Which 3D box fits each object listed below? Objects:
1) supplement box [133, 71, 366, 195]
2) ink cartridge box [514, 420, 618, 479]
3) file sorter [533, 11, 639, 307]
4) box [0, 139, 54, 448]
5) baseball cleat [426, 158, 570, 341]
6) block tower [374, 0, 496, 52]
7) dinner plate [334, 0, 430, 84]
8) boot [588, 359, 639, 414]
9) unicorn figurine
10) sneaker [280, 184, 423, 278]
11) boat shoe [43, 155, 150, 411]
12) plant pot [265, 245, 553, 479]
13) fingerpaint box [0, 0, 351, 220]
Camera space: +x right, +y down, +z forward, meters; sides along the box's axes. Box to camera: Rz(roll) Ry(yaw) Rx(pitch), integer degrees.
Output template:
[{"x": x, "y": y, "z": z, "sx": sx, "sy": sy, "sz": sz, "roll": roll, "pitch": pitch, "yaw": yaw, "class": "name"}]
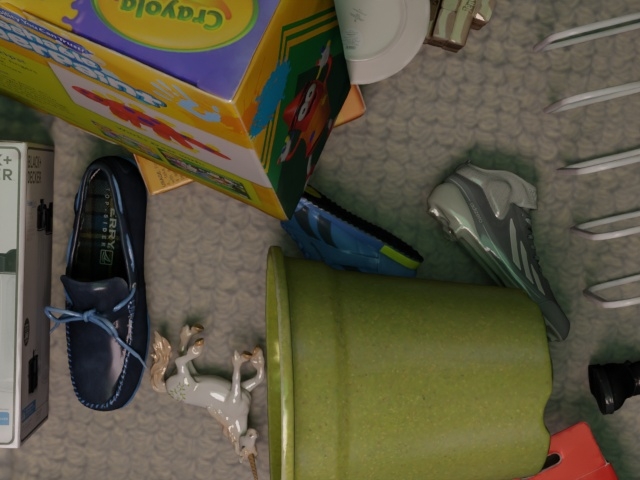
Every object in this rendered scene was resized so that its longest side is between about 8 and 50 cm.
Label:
[{"x": -0.075, "y": -0.119, "z": 1.408, "sx": 0.233, "sy": 0.078, "sz": 0.080, "roll": -23, "pitch": 92, "yaw": -1, "class": "supplement box"}, {"x": 0.257, "y": 0.308, "z": 1.431, "sx": 0.134, "sy": 0.078, "sz": 0.231, "roll": -25, "pitch": 92, "yaw": -1, "class": "ink cartridge box"}, {"x": 0.323, "y": -0.088, "z": 1.363, "sx": 0.173, "sy": 0.193, "sz": 0.278, "roll": -12, "pitch": 92, "yaw": 3, "class": "file sorter"}, {"x": -0.319, "y": 0.045, "z": 1.365, "sx": 0.087, "sy": 0.169, "sz": 0.290, "roll": 1, "pitch": 91, "yaw": -1, "class": "box"}, {"x": 0.204, "y": 0.005, "z": 1.423, "sx": 0.109, "sy": 0.072, "sz": 0.206, "roll": -44, "pitch": 99, "yaw": -11, "class": "baseball cleat"}, {"x": 0.009, "y": -0.275, "z": 1.396, "sx": 0.335, "sy": 0.097, "sz": 0.091, "roll": 16, "pitch": 92, "yaw": -1, "class": "block tower"}, {"x": 0.036, "y": -0.220, "z": 1.347, "sx": 0.141, "sy": 0.017, "sz": 0.141, "roll": 1, "pitch": 105, "yaw": 2, "class": "dinner plate"}, {"x": 0.325, "y": 0.142, "z": 1.408, "sx": 0.099, "sy": 0.121, "sz": 0.045, "roll": -7, "pitch": 95, "yaw": 5, "class": "boot"}, {"x": -0.103, "y": 0.156, "z": 1.427, "sx": 0.161, "sy": 0.060, "sz": 0.111, "roll": 25, "pitch": 107, "yaw": 20, "class": "unicorn figurine"}, {"x": 0.000, "y": 0.000, "z": 1.413, "sx": 0.209, "sy": 0.069, "sz": 0.082, "roll": 32, "pitch": 105, "yaw": -9, "class": "sneaker"}, {"x": -0.230, "y": 0.043, "z": 1.399, "sx": 0.109, "sy": 0.089, "sz": 0.258, "roll": -4, "pitch": 88, "yaw": 12, "class": "boat shoe"}, {"x": 0.079, "y": 0.140, "z": 1.331, "sx": 0.253, "sy": 0.276, "sz": 0.276, "roll": -1, "pitch": 92, "yaw": -6, "class": "plant pot"}, {"x": -0.211, "y": -0.213, "z": 1.208, "sx": 0.444, "sy": 0.371, "sz": 0.163, "roll": 24, "pitch": 81, "yaw": 10, "class": "fingerpaint box"}]
